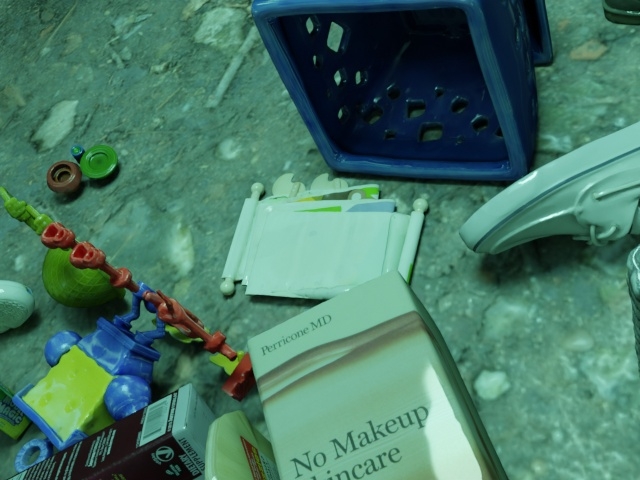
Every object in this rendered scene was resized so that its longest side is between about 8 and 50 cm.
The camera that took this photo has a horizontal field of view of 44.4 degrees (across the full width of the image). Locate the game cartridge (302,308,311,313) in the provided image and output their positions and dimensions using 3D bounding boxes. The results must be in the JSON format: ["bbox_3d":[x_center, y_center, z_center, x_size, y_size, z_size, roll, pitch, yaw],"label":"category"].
[{"bbox_3d":[0.019,0.091,0.753,0.083,0.017,0.055,-7,75,27],"label":"game cartridge"}]

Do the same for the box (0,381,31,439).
[{"bbox_3d":[-0.387,0.157,0.861,0.179,0.105,0.043,14,57,34],"label":"box"}]

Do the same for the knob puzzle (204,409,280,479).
[{"bbox_3d":[-0.044,0.212,0.586,0.030,0.213,0.213,-29,48,3],"label":"knob puzzle"}]

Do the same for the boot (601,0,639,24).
[{"bbox_3d":[0.341,-0.298,0.758,0.190,0.208,0.076,5,60,30],"label":"boot"}]

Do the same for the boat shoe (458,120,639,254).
[{"bbox_3d":[0.252,-0.039,0.690,0.258,0.095,0.084,-27,74,9],"label":"boat shoe"}]

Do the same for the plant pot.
[{"bbox_3d":[0.107,-0.216,0.808,0.236,0.236,0.212,7,55,31],"label":"plant pot"}]

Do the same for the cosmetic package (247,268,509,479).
[{"bbox_3d":[0.061,0.189,0.595,0.153,0.129,0.296,-28,48,7],"label":"cosmetic package"}]

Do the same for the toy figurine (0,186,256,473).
[{"bbox_3d":[-0.254,0.119,0.777,0.363,0.191,0.217,25,75,39],"label":"toy figurine"}]

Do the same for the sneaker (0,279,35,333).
[{"bbox_3d":[-0.446,0.051,0.980,0.240,0.091,0.126,-8,53,23],"label":"sneaker"}]

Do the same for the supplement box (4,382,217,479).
[{"bbox_3d":[-0.181,0.238,0.671,0.240,0.130,0.073,-29,21,6],"label":"supplement box"}]

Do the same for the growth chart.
[{"bbox_3d":[0.000,0.000,0.838,0.237,0.021,0.171,6,59,30],"label":"growth chart"}]

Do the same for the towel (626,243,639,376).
[{"bbox_3d":[0.349,0.025,0.503,0.284,0.235,0.121,-31,54,4],"label":"towel"}]

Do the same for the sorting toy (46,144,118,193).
[{"bbox_3d":[-0.318,-0.094,1.062,0.102,0.042,0.061,-18,65,-1],"label":"sorting toy"}]
